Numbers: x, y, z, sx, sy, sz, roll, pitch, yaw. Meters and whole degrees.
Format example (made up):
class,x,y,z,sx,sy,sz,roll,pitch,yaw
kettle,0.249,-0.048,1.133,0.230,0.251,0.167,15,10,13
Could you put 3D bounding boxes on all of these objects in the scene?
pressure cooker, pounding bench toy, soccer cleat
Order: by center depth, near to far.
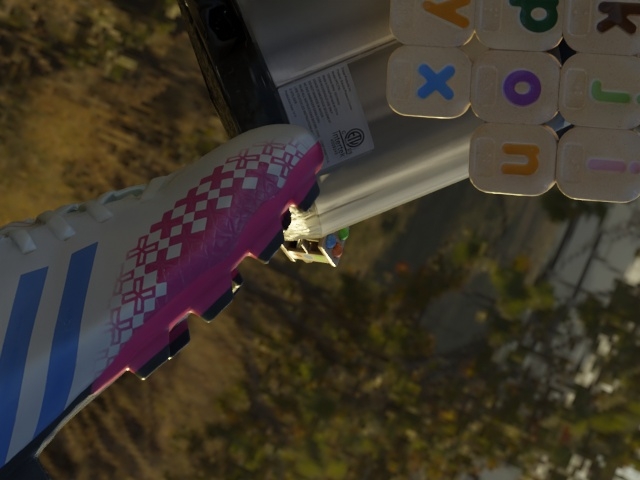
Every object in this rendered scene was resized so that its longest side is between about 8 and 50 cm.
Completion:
class,x,y,z,sx,sy,sz,roll,pitch,yaw
soccer cleat,-0.141,0.026,0.752,0.331,0.143,0.116,-45,-179,-17
pressure cooker,0.084,-0.224,1.414,0.420,0.375,0.370,-23,158,-3
pounding bench toy,0.000,0.000,1.603,0.083,0.065,0.052,54,49,-56

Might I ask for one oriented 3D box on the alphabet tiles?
class,x,y,z,sx,sy,sz,roll,pitch,yaw
alphabet tiles,0.189,-0.174,1.101,0.021,0.278,0.284,-25,118,-70
